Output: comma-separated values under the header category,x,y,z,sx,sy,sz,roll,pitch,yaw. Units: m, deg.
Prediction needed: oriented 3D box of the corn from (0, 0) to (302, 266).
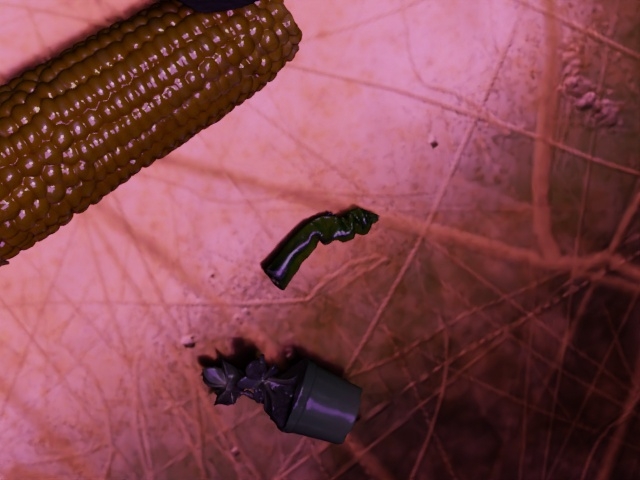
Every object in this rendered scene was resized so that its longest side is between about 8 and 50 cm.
category,x,y,z,sx,sy,sz,roll,pitch,yaw
corn,-0.131,-0.075,0.952,0.260,0.091,0.091,-34,96,-9

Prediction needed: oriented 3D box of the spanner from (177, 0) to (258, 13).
category,x,y,z,sx,sy,sz,roll,pitch,yaw
spanner,-0.183,-0.161,0.902,0.325,0.093,0.026,5,79,9

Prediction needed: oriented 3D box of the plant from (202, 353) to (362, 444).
category,x,y,z,sx,sy,sz,roll,pitch,yaw
plant,-0.027,0.096,1.026,0.102,0.051,0.051,20,96,-8

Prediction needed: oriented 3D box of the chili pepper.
category,x,y,z,sx,sy,sz,roll,pitch,yaw
chili pepper,0.000,0.000,1.028,0.083,0.022,0.027,-33,72,-3
